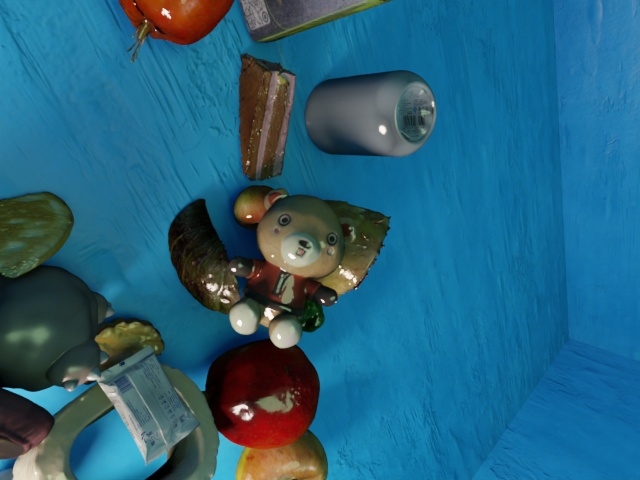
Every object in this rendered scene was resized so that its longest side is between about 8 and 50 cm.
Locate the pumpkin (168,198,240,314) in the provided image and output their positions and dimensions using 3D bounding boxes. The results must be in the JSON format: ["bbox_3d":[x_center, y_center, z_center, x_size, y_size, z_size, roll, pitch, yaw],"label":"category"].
[{"bbox_3d":[-0.257,0.060,0.917,0.111,0.163,0.278,-18,111,-29],"label":"pumpkin"}]

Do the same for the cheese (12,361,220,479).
[{"bbox_3d":[-0.381,0.414,0.802,0.332,0.153,0.292,-17,76,-53],"label":"cheese"}]

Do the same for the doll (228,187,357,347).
[{"bbox_3d":[-0.065,0.060,0.895,0.235,0.174,0.329,24,85,-2],"label":"doll"}]

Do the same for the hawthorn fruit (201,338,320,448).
[{"bbox_3d":[-0.160,0.374,1.022,0.307,0.265,0.265,12,93,-27],"label":"hawthorn fruit"}]

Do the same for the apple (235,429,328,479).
[{"bbox_3d":[-0.108,0.644,1.164,0.261,0.194,0.260,-8,104,-37],"label":"apple"}]

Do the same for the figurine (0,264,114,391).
[{"bbox_3d":[-0.551,0.131,0.677,0.381,0.248,0.203,14,108,-27],"label":"figurine"}]

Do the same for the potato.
[{"bbox_3d":[0.000,0.000,1.077,0.237,0.301,0.288,35,56,-10],"label":"potato"}]

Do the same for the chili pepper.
[{"bbox_3d":[-0.077,0.184,1.113,0.270,0.136,0.099,32,72,-49],"label":"chili pepper"}]

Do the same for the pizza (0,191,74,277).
[{"bbox_3d":[-0.555,-0.004,0.677,0.262,0.181,0.034,-11,142,-28],"label":"pizza"}]

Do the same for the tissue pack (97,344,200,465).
[{"bbox_3d":[-0.329,0.312,0.792,0.193,0.026,0.122,58,35,3],"label":"tissue pack"}]

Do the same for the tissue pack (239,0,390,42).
[{"bbox_3d":[-0.036,-0.571,0.791,0.124,0.394,0.288,-29,117,-31],"label":"tissue pack"}]

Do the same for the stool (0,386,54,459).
[{"bbox_3d":[-0.542,0.296,0.553,0.272,0.272,0.178,45,35,-37],"label":"stool"}]

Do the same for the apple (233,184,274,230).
[{"bbox_3d":[-0.149,-0.080,0.998,0.126,0.126,0.102,12,71,-41],"label":"apple"}]

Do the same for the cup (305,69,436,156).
[{"bbox_3d":[0.128,-0.318,1.044,0.206,0.312,0.205,-10,108,-35],"label":"cup"}]

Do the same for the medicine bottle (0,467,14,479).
[{"bbox_3d":[-0.616,0.596,0.749,0.170,0.170,0.293,41,75,-38],"label":"medicine bottle"}]

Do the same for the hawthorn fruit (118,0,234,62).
[{"bbox_3d":[-0.278,-0.458,0.755,0.211,0.211,0.299,28,92,-40],"label":"hawthorn fruit"}]

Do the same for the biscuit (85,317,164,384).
[{"bbox_3d":[-0.432,0.220,0.880,0.183,0.061,0.118,-10,105,-40],"label":"biscuit"}]

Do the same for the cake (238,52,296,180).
[{"bbox_3d":[-0.128,-0.288,0.983,0.116,0.113,0.295,-9,112,-36],"label":"cake"}]
